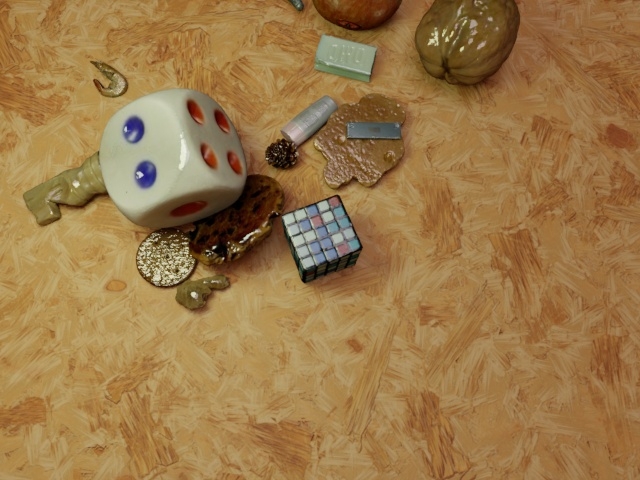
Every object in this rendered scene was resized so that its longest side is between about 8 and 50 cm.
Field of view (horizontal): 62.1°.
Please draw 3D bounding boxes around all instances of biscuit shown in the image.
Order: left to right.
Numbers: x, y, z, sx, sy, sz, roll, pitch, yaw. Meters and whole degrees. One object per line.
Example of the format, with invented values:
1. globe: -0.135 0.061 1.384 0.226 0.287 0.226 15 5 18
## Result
1. biscuit: -0.468 0.053 1.626 0.187 0.027 0.188 1 73 -2
2. biscuit: -0.246 -0.058 1.583 0.334 0.081 0.289 -40 44 -3
3. biscuit: 0.134 -0.315 1.730 0.269 0.051 0.376 36 76 6

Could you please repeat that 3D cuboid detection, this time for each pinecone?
1. pinecone: -0.126 -0.270 1.689 0.102 0.102 0.109 43 48 10

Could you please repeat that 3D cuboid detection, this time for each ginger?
1. ginger: -0.351 0.154 1.578 0.165 0.067 0.096 -17 54 -6

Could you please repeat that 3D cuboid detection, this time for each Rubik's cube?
1. Rubik's cube: 0.000 0.000 1.570 0.184 0.187 0.182 -20 75 -9

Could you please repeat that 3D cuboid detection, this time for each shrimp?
1. shrimp: -0.724 -0.542 1.790 0.162 0.045 0.095 37 97 4

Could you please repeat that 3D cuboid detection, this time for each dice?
1. dice: -0.410 -0.224 1.500 0.304 0.277 0.304 -23 77 25

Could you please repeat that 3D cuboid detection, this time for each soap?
1. soap: 0.086 -0.620 1.809 0.198 0.063 0.115 13 76 3

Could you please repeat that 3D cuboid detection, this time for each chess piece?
1. chess piece: -0.772 -0.161 1.645 0.300 0.137 0.137 -24 76 5

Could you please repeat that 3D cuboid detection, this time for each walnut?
1. walnut: 0.482 -0.678 1.724 0.306 0.306 0.344 32 69 8

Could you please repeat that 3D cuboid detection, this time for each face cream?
1. face cream: -0.034 -0.393 1.747 0.198 0.057 0.084 -41 78 -9

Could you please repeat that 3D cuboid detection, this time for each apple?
1. apple: 0.116 -0.848 1.796 0.309 0.250 0.278 33 59 -14

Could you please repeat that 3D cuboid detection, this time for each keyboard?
1. keyboard: 0.172 -0.353 1.710 0.176 0.014 0.055 -1 77 -4

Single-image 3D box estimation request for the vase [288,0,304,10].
1. vase: -0.119 -0.900 1.888 0.059 0.060 0.211 -28 78 -9
